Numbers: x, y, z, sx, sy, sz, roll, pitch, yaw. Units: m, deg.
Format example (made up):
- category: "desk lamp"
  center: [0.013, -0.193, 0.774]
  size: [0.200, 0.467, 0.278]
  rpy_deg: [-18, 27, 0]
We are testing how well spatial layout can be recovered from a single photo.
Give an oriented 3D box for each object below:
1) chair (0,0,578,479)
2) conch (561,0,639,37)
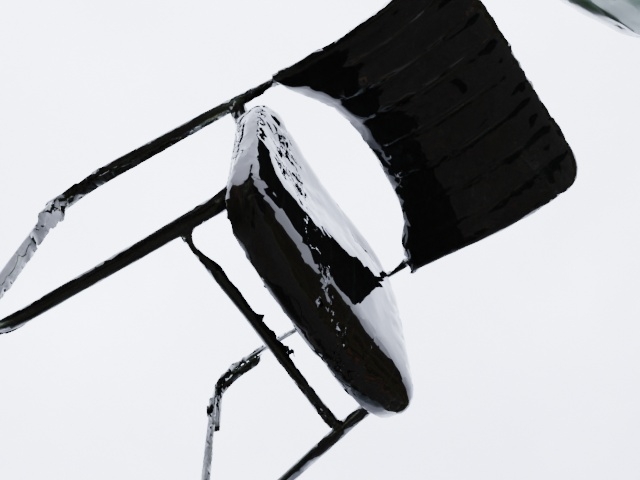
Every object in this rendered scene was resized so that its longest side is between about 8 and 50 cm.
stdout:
- category: "chair"
  center: [0.000, 0.000, 0.441]
  size: [0.221, 0.145, 0.140]
  rpy_deg: [-31, -68, 12]
- category: "conch"
  center: [0.112, -0.205, 0.390]
  size: [0.195, 0.277, 0.220]
  rpy_deg: [-40, -45, 5]
